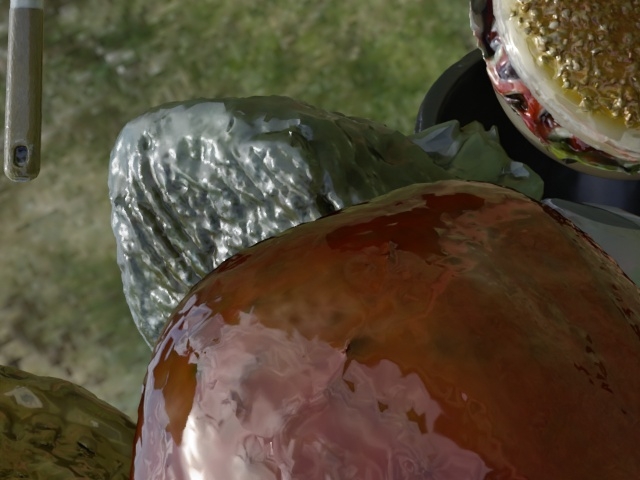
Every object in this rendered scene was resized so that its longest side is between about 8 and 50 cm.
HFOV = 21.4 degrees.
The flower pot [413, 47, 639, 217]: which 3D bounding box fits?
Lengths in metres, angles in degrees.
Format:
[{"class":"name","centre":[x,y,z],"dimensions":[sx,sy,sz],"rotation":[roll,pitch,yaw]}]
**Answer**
[{"class":"flower pot","centre":[0.279,-0.018,1.669],"dimensions":[0.379,0.379,0.251],"rotation":[48,153,38]}]

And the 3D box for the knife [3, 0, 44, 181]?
[{"class":"knife","centre":[-0.222,-0.191,1.234],"dimensions":[0.017,0.047,0.297],"rotation":[34,-122,-83]}]

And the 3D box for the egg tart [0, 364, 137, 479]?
[{"class":"egg tart","centre":[-0.239,0.291,1.085],"dimensions":[0.443,0.443,0.178],"rotation":[61,163,3]}]

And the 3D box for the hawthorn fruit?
[{"class":"hawthorn fruit","centre":[0.075,0.121,0.648],"dimensions":[0.300,0.254,0.254],"rotation":[31,146,42]}]

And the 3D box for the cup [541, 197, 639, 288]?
[{"class":"cup","centre":[0.198,0.094,1.307],"dimensions":[0.226,0.182,0.263],"rotation":[-65,-16,-67]}]

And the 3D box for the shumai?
[{"class":"shumai","centre":[0.000,0.000,1.112],"dimensions":[0.261,0.222,0.225],"rotation":[25,119,21]}]

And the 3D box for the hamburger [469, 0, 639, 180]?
[{"class":"hamburger","centre":[0.291,-0.194,1.566],"dimensions":[0.302,0.302,0.170],"rotation":[58,164,12]}]
